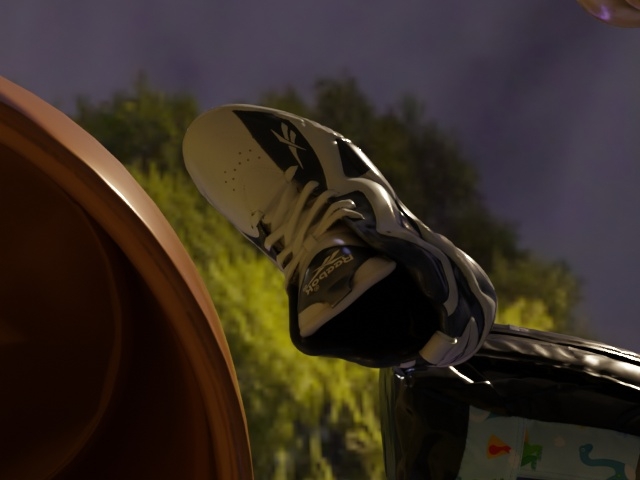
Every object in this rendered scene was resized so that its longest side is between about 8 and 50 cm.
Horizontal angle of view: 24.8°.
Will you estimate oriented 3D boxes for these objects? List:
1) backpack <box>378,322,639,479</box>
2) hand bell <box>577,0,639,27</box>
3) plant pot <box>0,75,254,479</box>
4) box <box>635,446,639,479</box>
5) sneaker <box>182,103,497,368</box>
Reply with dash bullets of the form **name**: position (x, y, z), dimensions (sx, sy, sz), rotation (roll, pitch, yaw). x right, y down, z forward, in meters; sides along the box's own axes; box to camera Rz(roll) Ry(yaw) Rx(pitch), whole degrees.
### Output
- **backpack**: position (0.236, 0.199, 1.297), dimensions (0.290, 0.356, 0.273), rotation (-104, -167, -83)
- **hand bell**: position (0.279, -0.208, 1.170), dimensions (0.242, 0.126, 0.126), rotation (-91, -166, -70)
- **plant pot**: position (-0.169, 0.056, 0.526), dimensions (0.203, 0.291, 0.290), rotation (-101, -160, -74)
- **box**: position (0.188, 0.018, 0.400), dimensions (0.294, 0.183, 0.296), rotation (19, 76, -79)
- **sneaker**: position (0.000, 0.000, 0.888), dimensions (0.235, 0.153, 0.094), rotation (44, -77, 4)
